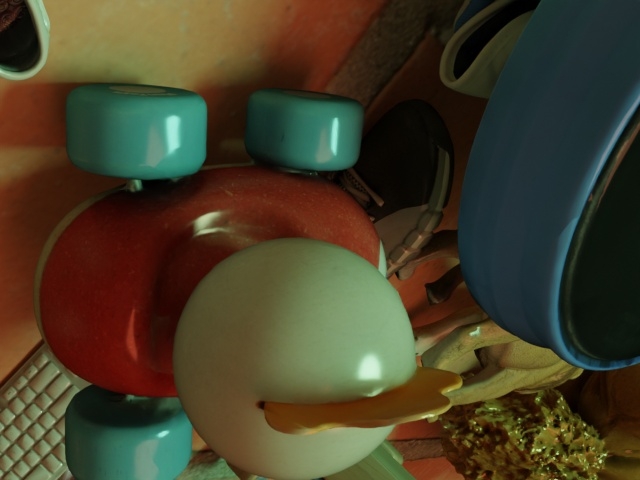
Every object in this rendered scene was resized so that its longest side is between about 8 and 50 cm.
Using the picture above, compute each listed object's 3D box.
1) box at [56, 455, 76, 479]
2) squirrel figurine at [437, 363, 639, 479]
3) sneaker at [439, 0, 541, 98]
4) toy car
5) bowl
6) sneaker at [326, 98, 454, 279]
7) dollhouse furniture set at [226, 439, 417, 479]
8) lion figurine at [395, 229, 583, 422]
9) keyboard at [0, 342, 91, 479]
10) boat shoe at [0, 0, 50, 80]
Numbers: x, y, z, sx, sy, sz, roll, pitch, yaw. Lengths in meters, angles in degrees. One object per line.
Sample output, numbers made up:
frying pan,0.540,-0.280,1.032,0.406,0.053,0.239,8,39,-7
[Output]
box,-0.237,0.260,0.680,0.067,0.063,0.324,-6,135,-45
squirrel figurine,0.359,0.242,1.042,0.397,0.281,0.370,-22,156,-10
sneaker,0.170,-0.113,0.598,0.236,0.130,0.323,-13,143,-23
toy car,-0.011,0.045,0.417,0.210,0.238,0.219,-6,110,-37
bowl,0.265,-0.073,0.534,0.391,0.077,0.391,-23,137,-23
sneaker,0.000,0.000,0.588,0.132,0.086,0.229,-7,136,-38
dollhouse furniture set,-0.063,0.270,0.661,0.303,0.198,0.286,-47,159,-3
lion figurine,0.196,0.066,0.766,0.240,0.142,0.392,-18,163,-1
keyboard,-0.196,0.129,0.559,0.256,0.072,0.014,-45,175,8
boat shoe,-0.152,-0.131,0.289,0.066,0.063,0.184,-30,147,-15
